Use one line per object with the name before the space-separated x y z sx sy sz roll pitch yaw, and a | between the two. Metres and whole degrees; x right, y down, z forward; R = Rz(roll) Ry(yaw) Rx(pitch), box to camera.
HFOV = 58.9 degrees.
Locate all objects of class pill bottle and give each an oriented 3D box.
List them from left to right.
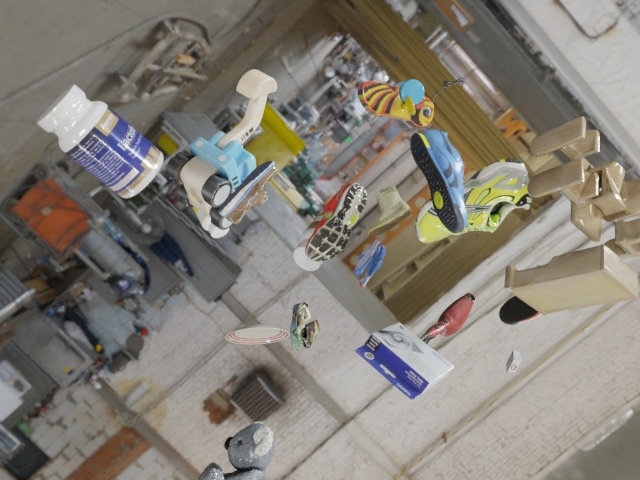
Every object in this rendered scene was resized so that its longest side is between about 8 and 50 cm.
pill bottle | -0.524 -0.236 1.361 0.153 0.265 0.153 -30 -144 25
pill bottle | -0.425 -0.101 2.198 0.103 0.184 0.103 -25 152 -15
pill bottle | 0.000 0.000 1.997 0.131 0.131 0.229 -37 -169 44

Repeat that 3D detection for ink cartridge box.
ink cartridge box | 0.245 0.340 1.638 0.224 0.223 0.045 -13 133 -51
ink cartridge box | 0.710 0.451 2.087 0.048 0.028 0.083 -71 173 -52

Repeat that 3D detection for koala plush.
koala plush | -0.189 0.577 1.465 0.196 0.203 0.221 122 -8 -70

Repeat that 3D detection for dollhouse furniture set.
dollhouse furniture set | 0.654 -0.034 1.472 0.256 0.362 0.394 -22 -136 49

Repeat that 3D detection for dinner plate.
dinner plate | -0.140 0.207 1.257 0.141 0.141 0.017 -35 -129 51

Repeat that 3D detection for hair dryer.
hair dryer | 0.410 0.293 1.878 0.293 0.080 0.223 -49 166 0

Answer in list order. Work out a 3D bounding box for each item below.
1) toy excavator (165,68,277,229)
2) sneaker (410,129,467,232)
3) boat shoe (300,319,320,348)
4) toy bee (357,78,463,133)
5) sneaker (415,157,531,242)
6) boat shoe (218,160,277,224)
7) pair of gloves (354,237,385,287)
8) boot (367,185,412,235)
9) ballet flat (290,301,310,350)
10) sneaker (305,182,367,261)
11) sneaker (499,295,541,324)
toy excavator | -0.317 -0.329 2.005 0.445 0.222 0.433 -50 160 -24
sneaker | 0.231 -0.112 1.006 0.082 0.209 0.069 -8 154 -17
boat shoe | -0.040 0.290 1.755 0.152 0.049 0.056 108 -26 -50
toy bee | 0.256 -0.371 1.596 0.299 0.162 0.195 -1 -170 8
sneaker | 0.426 -0.081 1.631 0.385 0.145 0.147 -38 -129 41
boat shoe | -0.165 -0.116 1.382 0.183 0.066 0.066 -44 -156 7
pair of gloves | 0.166 0.070 1.937 0.159 0.023 0.198 -58 -165 12
boot | 0.273 -0.130 2.484 0.213 0.165 0.077 -32 153 6
ballet flat | -0.063 0.276 1.875 0.070 0.070 0.188 -40 -146 30
sneaker | 0.041 -0.054 1.734 0.279 0.107 0.118 -55 -153 -11
sneaker | 0.682 0.188 1.704 0.270 0.145 0.090 -39 -133 20
